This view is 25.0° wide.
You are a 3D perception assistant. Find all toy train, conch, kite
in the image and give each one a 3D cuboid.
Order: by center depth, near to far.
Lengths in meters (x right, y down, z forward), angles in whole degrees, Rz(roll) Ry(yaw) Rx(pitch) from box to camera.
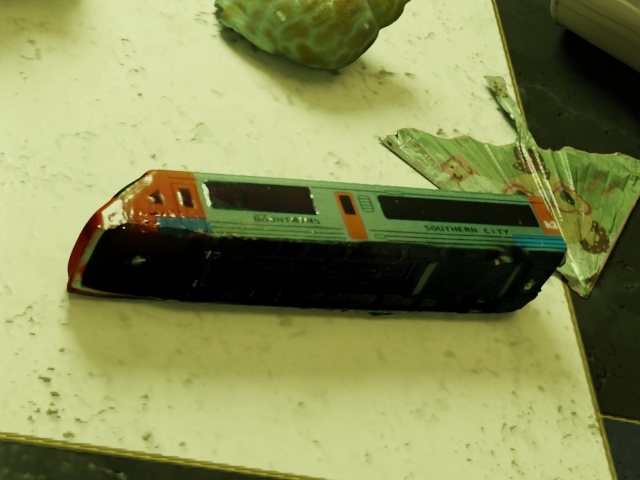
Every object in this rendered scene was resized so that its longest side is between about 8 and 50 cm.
[{"bbox_3d":[0.000,0.000,1.133,0.409,0.086,0.089,4,49,-27],"label":"toy train"},{"bbox_3d":[-0.009,-0.214,1.316,0.173,0.106,0.116,21,23,8],"label":"conch"},{"bbox_3d":[0.204,-0.057,1.356,0.323,0.013,0.268,5,50,-27],"label":"kite"}]

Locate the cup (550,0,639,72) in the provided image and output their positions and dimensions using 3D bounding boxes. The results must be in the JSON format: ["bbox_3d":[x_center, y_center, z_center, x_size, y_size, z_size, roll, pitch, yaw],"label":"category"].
[{"bbox_3d":[0.415,-0.254,1.498,0.273,0.208,0.288,36,24,20],"label":"cup"}]
